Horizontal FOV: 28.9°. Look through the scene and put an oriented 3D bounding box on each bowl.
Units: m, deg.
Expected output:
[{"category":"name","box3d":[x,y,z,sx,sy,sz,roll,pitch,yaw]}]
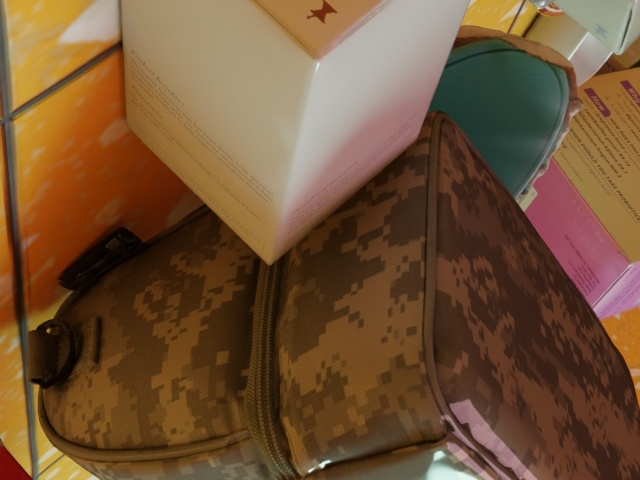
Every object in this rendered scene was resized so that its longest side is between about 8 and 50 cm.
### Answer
[{"category":"bowl","box3d":[0.231,-0.191,1.090,0.142,0.053,0.142,-33,163,-44]}]

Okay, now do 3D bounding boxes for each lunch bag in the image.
[{"category":"lunch bag","box3d":[0.019,0.104,0.704,0.256,0.212,0.305,-22,134,25]}]

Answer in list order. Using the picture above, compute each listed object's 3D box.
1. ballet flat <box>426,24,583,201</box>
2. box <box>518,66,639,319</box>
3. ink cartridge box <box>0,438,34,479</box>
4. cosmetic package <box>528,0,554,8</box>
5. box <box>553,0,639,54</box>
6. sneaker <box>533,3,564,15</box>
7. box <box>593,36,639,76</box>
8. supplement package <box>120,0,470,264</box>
[{"category":"ballet flat","box3d":[0.000,0.000,0.856,0.409,0.147,0.147,-46,168,17]},{"category":"box","box3d":[0.306,-0.052,1.265,0.243,0.213,0.117,-15,151,-33]},{"category":"ink cartridge box","box3d":[-0.158,0.292,0.770,0.130,0.309,0.272,-37,165,-35]},{"category":"cosmetic package","box3d":[0.121,-0.225,0.475,0.107,0.127,0.238,-35,161,-43]},{"category":"box","box3d":[0.255,-0.263,0.818,0.275,0.113,0.094,-46,167,-6]},{"category":"sneaker","box3d":[0.219,-0.239,0.927,0.175,0.064,0.067,-41,-173,2]},{"category":"box","box3d":[0.396,-0.236,1.473,0.322,0.058,0.232,-41,166,-26]},{"category":"supplement package","box3d":[-0.012,-0.089,0.518,0.105,0.105,0.179,-40,167,-22]}]
